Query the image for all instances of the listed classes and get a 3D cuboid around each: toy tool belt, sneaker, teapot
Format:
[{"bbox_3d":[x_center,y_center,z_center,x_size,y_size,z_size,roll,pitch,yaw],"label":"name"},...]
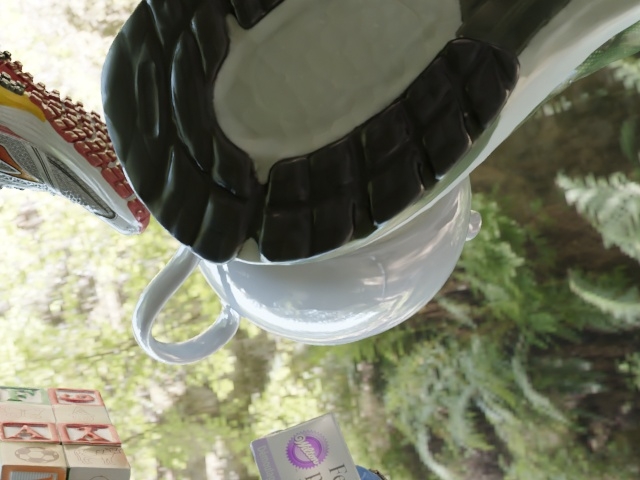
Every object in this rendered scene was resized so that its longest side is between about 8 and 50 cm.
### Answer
[{"bbox_3d":[0.044,0.263,1.254,0.052,0.083,0.051,-47,-17,-12],"label":"toy tool belt"},{"bbox_3d":[-0.231,-0.075,0.928,0.225,0.093,0.088,37,-161,-8],"label":"sneaker"},{"bbox_3d":[0.000,0.000,0.988,0.187,0.256,0.252,92,-168,-47],"label":"teapot"},{"bbox_3d":[0.106,-0.134,0.499,0.158,0.410,0.182,62,-174,1],"label":"sneaker"}]

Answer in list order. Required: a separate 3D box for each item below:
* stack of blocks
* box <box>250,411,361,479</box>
[{"bbox_3d":[-0.216,0.277,0.883,0.087,0.171,0.297,6,-80,-20],"label":"stack of blocks"},{"bbox_3d":[0.037,0.260,0.722,0.067,0.063,0.324,77,171,-53],"label":"box"}]
